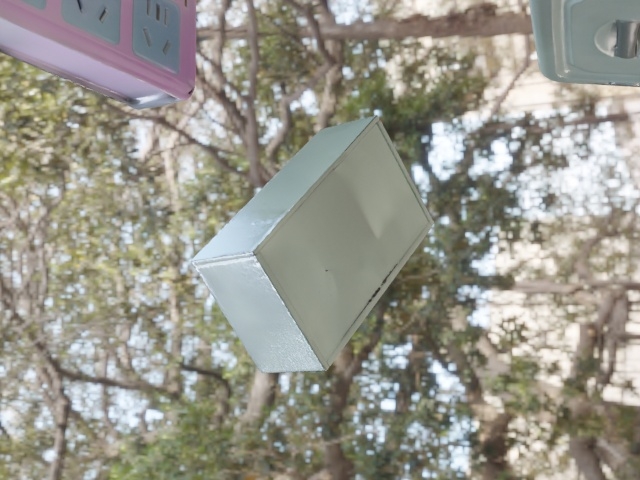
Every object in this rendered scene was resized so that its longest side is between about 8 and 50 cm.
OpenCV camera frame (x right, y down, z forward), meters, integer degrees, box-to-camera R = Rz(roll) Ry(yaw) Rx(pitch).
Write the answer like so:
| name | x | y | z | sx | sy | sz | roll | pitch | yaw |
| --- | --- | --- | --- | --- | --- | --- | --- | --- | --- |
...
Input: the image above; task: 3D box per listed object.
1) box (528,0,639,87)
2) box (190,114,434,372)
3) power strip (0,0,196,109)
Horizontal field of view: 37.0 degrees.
| name | x | y | z | sx | sy | sz | roll | pitch | yaw |
| --- | --- | --- | --- | --- | --- | --- | --- | --- | --- |
| box | 0.203 | -0.170 | 0.615 | 0.172 | 0.124 | 0.093 | 41 | -123 | -71 |
| box | 0.000 | 0.000 | 0.887 | 0.225 | 0.086 | 0.129 | -49 | -62 | -40 |
| power strip | -0.140 | -0.139 | 0.397 | 0.279 | 0.037 | 0.109 | 16 | -109 | -60 |
